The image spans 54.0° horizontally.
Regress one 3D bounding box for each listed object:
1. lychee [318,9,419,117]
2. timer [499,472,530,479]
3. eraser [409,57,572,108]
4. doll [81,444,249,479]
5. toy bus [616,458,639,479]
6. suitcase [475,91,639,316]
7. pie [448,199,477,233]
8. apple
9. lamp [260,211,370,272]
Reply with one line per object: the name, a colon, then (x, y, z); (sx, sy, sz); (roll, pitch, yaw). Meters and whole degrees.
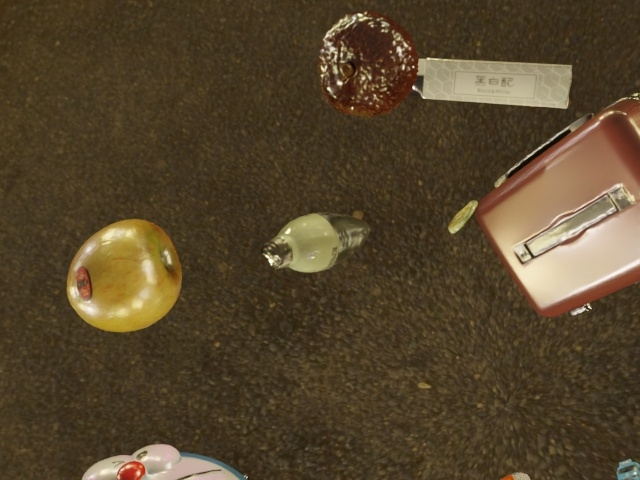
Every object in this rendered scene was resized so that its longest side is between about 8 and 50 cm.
lychee: (0.090, -0.315, 1.125); (0.194, 0.194, 0.195); (-4, 75, 16)
timer: (0.385, 0.537, 1.251); (0.136, 0.136, 0.099); (-36, 107, 5)
eraser: (0.366, -0.369, 1.455); (0.403, 0.098, 0.097); (10, 109, 20)
doll: (-0.123, 0.305, 0.490); (0.284, 0.240, 0.310); (-15, 32, -22)
toy bus: (0.508, 0.385, 0.998); (0.038, 0.083, 0.046); (-36, 29, 33)
suitcase: (0.388, -0.042, 0.884); (0.161, 0.297, 0.236); (-23, 77, -35)
pie: (0.291, -0.047, 1.276); (0.021, 0.084, 0.084); (39, 89, -1)
apple: (-0.308, 0.058, 0.990); (0.155, 0.182, 0.183); (-23, 71, 8)
lamp: (0.000, 0.000, 1.075); (0.101, 0.250, 0.101); (14, 111, 39)
